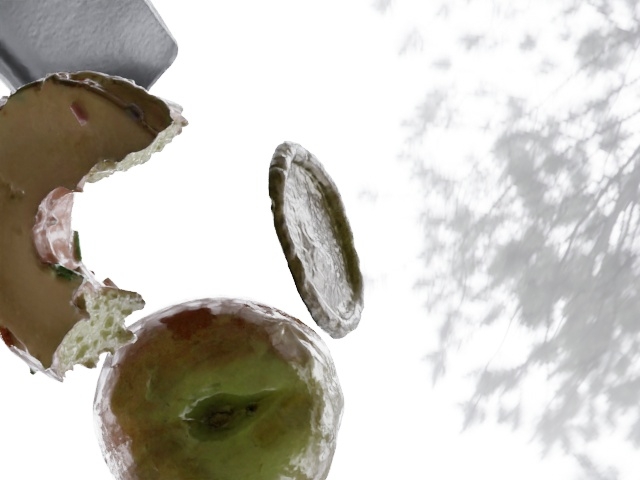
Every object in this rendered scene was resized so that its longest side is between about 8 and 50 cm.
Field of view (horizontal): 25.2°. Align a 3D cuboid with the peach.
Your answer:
[{"bbox_3d":[-0.081,0.156,1.210,0.214,0.235,0.214,-1,-103,3],"label":"peach"}]

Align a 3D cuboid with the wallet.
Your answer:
[{"bbox_3d":[-0.206,-0.171,1.187,0.044,0.250,0.149,34,-100,29],"label":"wallet"}]

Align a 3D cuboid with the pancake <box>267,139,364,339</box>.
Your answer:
[{"bbox_3d":[-0.001,0.000,1.330,0.021,0.199,0.199,-17,-105,19],"label":"pancake"}]

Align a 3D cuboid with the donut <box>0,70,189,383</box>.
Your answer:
[{"bbox_3d":[-0.136,-0.018,0.738,0.117,0.065,0.166,31,-72,18],"label":"donut"}]
